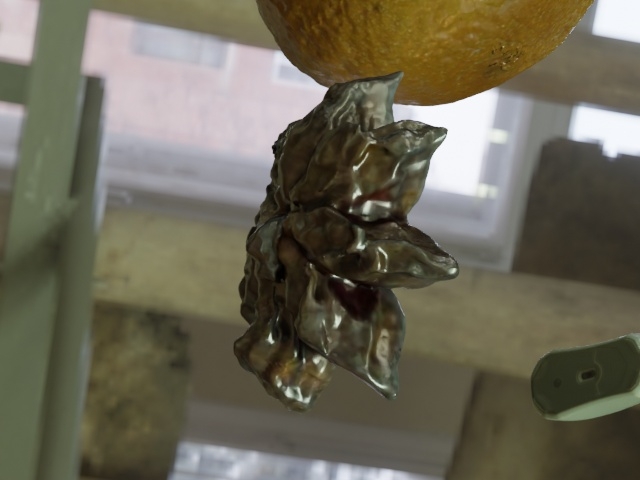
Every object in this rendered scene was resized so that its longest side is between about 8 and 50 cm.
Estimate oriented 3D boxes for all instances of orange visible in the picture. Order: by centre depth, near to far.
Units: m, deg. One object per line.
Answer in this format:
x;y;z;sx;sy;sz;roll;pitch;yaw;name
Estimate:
0.103;-0.291;1.519;0.357;0.322;0.322;-37;-143;40;orange

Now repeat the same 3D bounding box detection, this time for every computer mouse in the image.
0.334;0.161;1.988;0.181;0.056;0.089;-20;-116;35;computer mouse

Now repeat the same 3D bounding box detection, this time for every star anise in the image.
0.000;0.001;1.179;0.223;0.109;0.236;-31;-126;53;star anise
